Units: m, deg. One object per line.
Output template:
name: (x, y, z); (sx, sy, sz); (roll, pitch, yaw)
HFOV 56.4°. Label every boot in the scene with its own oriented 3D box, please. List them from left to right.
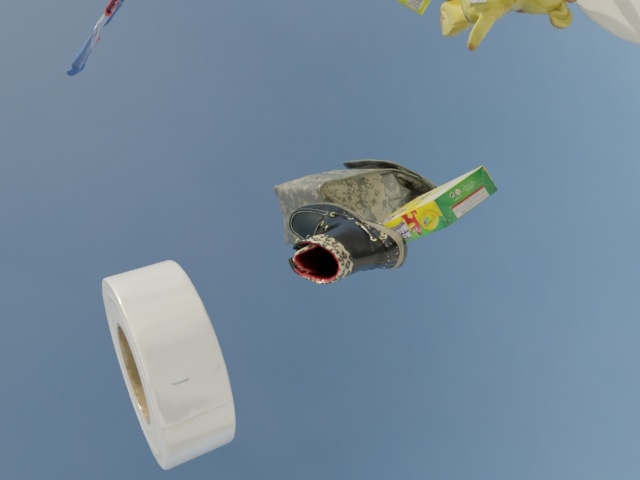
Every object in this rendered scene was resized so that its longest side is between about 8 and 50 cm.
boot: (0.001, -0.001, 0.973); (0.178, 0.236, 0.085); (-13, -63, -50)

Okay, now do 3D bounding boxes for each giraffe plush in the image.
giraffe plush: (0.286, -0.385, 0.889); (0.170, 0.210, 0.181); (-8, -52, -6)

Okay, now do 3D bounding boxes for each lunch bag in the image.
lunch bag: (0.083, -0.085, 1.281); (0.287, 0.235, 0.169); (-16, -78, -24)

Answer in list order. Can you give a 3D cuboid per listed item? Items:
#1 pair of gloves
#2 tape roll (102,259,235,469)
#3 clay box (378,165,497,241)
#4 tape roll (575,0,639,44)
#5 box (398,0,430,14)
pair of gloves: (-0.364, -0.359, 1.002); (0.023, 0.159, 0.198); (32, -139, -26)
tape roll: (-0.224, 0.176, 0.861); (0.100, 0.286, 0.286); (-16, -85, -26)
clay box: (0.179, -0.047, 1.016); (0.127, 0.222, 0.053); (-33, -88, -27)
tape roll: (0.500, -0.454, 0.784); (0.072, 0.392, 0.392); (-29, -78, -36)
box: (0.222, -0.576, 1.345); (0.087, 0.058, 0.232); (29, -145, -3)
